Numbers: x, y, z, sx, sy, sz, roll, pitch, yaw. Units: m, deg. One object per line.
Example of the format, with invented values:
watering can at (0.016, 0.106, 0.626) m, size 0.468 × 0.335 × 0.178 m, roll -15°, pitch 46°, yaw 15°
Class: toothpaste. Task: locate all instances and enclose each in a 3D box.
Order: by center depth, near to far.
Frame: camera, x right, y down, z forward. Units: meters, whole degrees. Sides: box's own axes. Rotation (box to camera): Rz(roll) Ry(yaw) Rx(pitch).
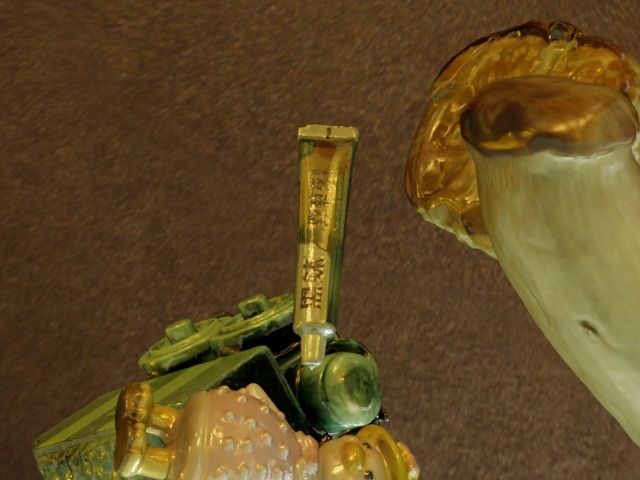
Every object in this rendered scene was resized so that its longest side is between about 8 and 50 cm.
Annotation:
toothpaste at (0.000, 0.000, 0.926) m, size 0.049 × 0.204 × 0.031 m, roll 3°, pitch 152°, yaw 3°

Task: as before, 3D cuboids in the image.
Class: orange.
orange at (0.258, -0.092, 1.418) m, size 0.210 × 0.369 × 0.271 m, roll 38°, pitch 88°, yaw -32°

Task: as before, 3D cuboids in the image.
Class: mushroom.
mushroom at (0.174, 0.057, 0.644) m, size 0.087 × 0.107 × 0.333 m, roll -36°, pitch 108°, yaw -6°

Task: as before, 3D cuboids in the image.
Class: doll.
doll at (-0.024, 0.139, 0.751) m, size 0.207 × 0.129 × 0.081 m, roll 15°, pitch 126°, yaw -15°

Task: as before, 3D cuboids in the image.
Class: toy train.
toy train at (-0.095, 0.156, 1.022) m, size 0.299 × 0.238 × 0.167 m, roll -23°, pitch 97°, yaw 47°
